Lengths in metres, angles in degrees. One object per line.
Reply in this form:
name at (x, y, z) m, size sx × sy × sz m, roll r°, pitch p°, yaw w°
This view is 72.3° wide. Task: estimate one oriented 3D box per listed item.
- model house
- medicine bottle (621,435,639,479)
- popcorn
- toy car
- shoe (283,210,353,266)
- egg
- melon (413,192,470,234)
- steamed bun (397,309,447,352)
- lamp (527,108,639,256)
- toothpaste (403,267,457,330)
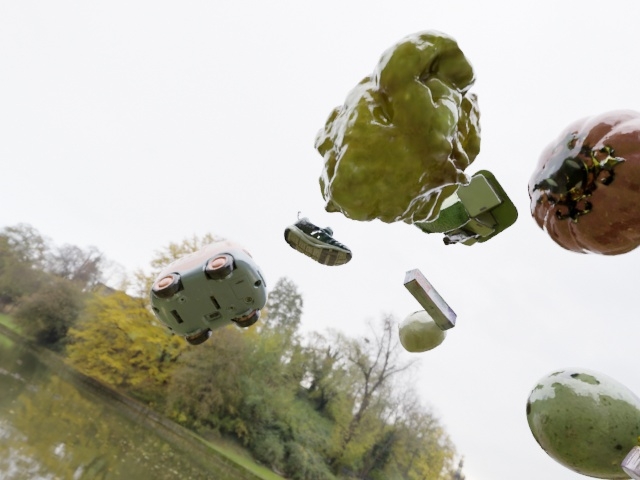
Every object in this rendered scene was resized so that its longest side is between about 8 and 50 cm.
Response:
model house at (0.456, -0.094, 1.418) m, size 0.205 × 0.279 × 0.218 m, roll -48°, pitch -117°, yaw 47°
medicine bottle at (0.526, 0.264, 0.625) m, size 0.122 × 0.212 × 0.122 m, roll 42°, pitch -5°, yaw 5°
popcorn at (0.137, -0.179, 0.776) m, size 0.294 × 0.292 × 0.334 m, roll 3°, pitch 8°, yaw 10°
toy car at (-0.267, 0.103, 1.067) m, size 0.271 × 0.212 × 0.180 m, roll -21°, pitch -58°, yaw 1°
shoe at (0.000, 0.000, 0.860) m, size 0.143 × 0.071 × 0.064 m, roll 27°, pitch -32°, yaw 8°
egg at (0.478, 0.320, 0.761) m, size 0.228 × 0.177 × 0.177 m, roll 21°, pitch -26°, yaw 13°
melon at (0.248, -0.070, 0.976) m, size 0.118 × 0.209 × 0.064 m, roll -37°, pitch -71°, yaw 14°
steamed bun at (0.275, 0.242, 1.184) m, size 0.130 × 0.112 × 0.090 m, roll -15°, pitch -64°, yaw -1°
lamp at (0.597, -0.112, 0.912) m, size 0.240 × 0.305 × 0.305 m, roll 10°, pitch -18°, yaw -23°
toothpaste at (0.279, 0.152, 1.107) m, size 0.040 × 0.047 × 0.196 m, roll -23°, pitch -60°, yaw 38°
